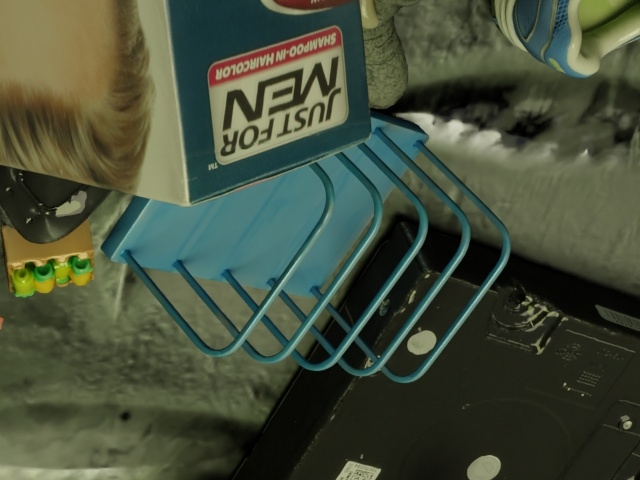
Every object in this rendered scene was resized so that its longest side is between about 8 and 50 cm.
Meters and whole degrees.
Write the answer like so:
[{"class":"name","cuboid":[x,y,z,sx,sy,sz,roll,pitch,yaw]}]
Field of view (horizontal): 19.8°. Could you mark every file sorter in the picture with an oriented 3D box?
[{"class":"file sorter","cuboid":[0.000,0.000,0.952,0.170,0.104,0.118,13,117,-51]}]

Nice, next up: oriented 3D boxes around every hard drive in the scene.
[{"class":"hard drive","cuboid":[0.067,0.162,1.154,0.237,0.064,0.339,18,117,-27]}]

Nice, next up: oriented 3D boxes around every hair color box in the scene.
[{"class":"hair color box","cuboid":[-0.090,-0.200,0.705,0.105,0.174,0.347,-23,115,-40]}]

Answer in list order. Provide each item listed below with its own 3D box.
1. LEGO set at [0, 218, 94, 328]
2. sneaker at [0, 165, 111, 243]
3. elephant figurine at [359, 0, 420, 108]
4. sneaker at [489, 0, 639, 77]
[{"class":"LEGO set","cuboid":[-0.250,0.020,0.923,0.287,0.107,0.132,20,116,-28]},{"class":"sneaker","cuboid":[-0.187,-0.067,0.883,0.268,0.101,0.153,-12,124,-12]},{"class":"elephant figurine","cuboid":[0.038,-0.184,0.864,0.239,0.186,0.169,32,67,-44]},{"class":"sneaker","cuboid":[0.189,-0.159,0.952,0.211,0.081,0.080,-41,124,11]}]
